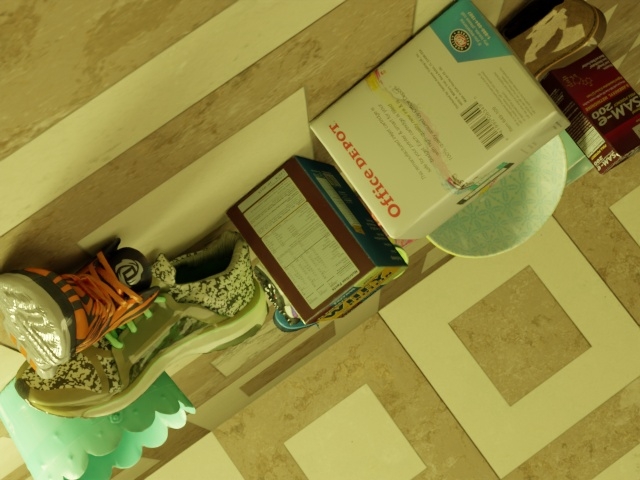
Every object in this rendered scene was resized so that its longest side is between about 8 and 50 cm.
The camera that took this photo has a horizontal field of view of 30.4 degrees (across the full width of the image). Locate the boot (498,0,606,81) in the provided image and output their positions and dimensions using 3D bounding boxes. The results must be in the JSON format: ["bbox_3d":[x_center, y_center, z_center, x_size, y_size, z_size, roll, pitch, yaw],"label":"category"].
[{"bbox_3d":[0.283,-0.278,1.814,0.115,0.112,0.305,20,134,-41],"label":"boot"}]

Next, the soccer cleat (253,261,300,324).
[{"bbox_3d":[-0.047,0.075,2.191,0.116,0.108,0.318,-39,167,-7],"label":"soccer cleat"}]

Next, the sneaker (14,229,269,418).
[{"bbox_3d":[-0.253,0.096,1.664,0.410,0.158,0.182,-29,139,-33],"label":"sneaker"}]

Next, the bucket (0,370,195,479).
[{"bbox_3d":[-0.351,0.263,1.820,0.281,0.183,0.281,-35,170,-7],"label":"bucket"}]

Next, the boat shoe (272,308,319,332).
[{"bbox_3d":[-0.002,0.135,2.581,0.258,0.109,0.089,-27,169,-32],"label":"boat shoe"}]

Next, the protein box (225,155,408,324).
[{"bbox_3d":[0.000,0.000,1.741,0.136,0.201,0.200,-39,169,13],"label":"protein box"}]

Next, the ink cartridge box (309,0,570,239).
[{"bbox_3d":[0.166,-0.157,1.605,0.270,0.198,0.197,-38,170,14],"label":"ink cartridge box"}]

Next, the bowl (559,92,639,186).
[{"bbox_3d":[0.545,-0.244,2.515,0.311,0.163,0.311,-34,169,-8],"label":"bowl"}]

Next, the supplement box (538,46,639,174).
[{"bbox_3d":[0.479,-0.248,2.082,0.130,0.239,0.073,-31,168,-29],"label":"supplement box"}]

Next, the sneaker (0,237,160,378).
[{"bbox_3d":[-0.281,0.058,1.393,0.180,0.125,0.321,-37,-179,-20],"label":"sneaker"}]

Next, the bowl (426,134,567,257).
[{"bbox_3d":[0.271,-0.131,2.075,0.289,0.289,0.156,-37,-148,4],"label":"bowl"}]

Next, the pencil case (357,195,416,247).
[{"bbox_3d":[0.131,-0.045,2.190,0.124,0.124,0.284,-44,168,36],"label":"pencil case"}]

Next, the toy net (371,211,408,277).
[{"bbox_3d":[0.056,-0.010,1.999,0.232,0.045,0.122,14,117,-29],"label":"toy net"}]
